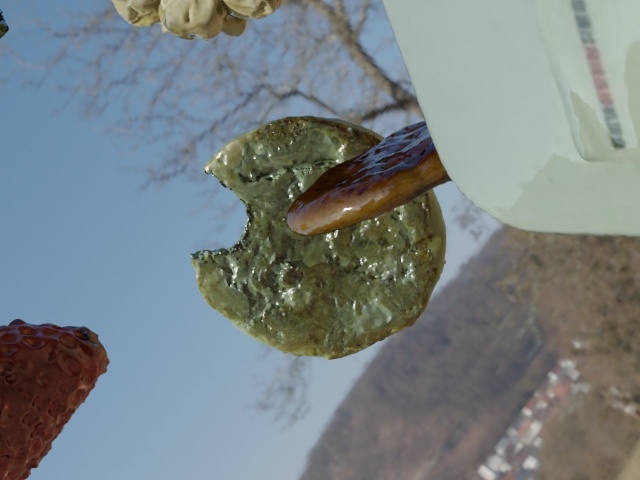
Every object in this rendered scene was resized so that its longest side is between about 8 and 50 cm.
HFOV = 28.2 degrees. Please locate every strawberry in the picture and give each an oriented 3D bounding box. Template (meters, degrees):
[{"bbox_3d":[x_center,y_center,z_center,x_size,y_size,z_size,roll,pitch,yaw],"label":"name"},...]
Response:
[{"bbox_3d":[-0.333,0.158,1.291,0.244,0.205,0.205,-30,-19,-19],"label":"strawberry"}]

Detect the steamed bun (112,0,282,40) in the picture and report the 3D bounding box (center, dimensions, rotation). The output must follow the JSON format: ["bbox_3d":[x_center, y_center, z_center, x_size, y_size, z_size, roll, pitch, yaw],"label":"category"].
[{"bbox_3d":[-0.165,-0.380,1.601,0.296,0.292,0.137,-14,-13,2],"label":"steamed bun"}]

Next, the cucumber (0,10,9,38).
[{"bbox_3d":[-0.286,-0.183,0.995,0.046,0.070,0.220,-60,27,8],"label":"cucumber"}]

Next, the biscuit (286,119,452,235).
[{"bbox_3d":[0.066,-0.062,1.007,0.212,0.036,0.212,-26,9,4],"label":"biscuit"}]

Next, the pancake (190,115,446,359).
[{"bbox_3d":[0.000,0.000,1.201,0.253,0.254,0.037,-58,13,18],"label":"pancake"}]

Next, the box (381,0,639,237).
[{"bbox_3d":[0.181,-0.181,0.536,0.111,0.397,0.396,-43,-57,-36],"label":"box"}]
